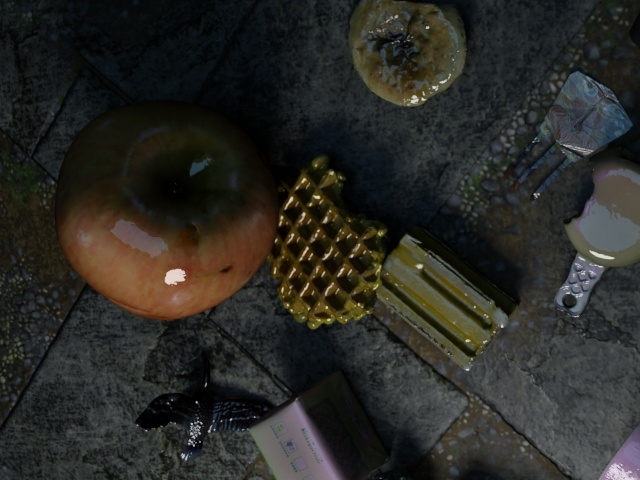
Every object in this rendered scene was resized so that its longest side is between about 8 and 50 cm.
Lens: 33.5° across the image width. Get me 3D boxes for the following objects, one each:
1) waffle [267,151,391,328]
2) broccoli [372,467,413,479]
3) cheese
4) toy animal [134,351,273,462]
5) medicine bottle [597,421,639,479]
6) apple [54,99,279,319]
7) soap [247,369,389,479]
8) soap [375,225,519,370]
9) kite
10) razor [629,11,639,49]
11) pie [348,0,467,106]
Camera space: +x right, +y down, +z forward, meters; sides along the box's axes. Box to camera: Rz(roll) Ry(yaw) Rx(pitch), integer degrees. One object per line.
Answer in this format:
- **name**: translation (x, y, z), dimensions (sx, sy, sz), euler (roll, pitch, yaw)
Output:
- **waffle**: translation (0.003, 0.009, 1.865), dimensions (0.282, 0.058, 0.300), euler (-31, 72, 40)
- **broccoli**: translation (0.067, 0.527, 1.942), dimensions (0.145, 0.165, 0.304), euler (38, 137, -14)
- **cheese**: translation (0.449, -0.005, 1.682), dimensions (0.163, 0.082, 0.286), euler (33, 114, 16)
- **toy animal**: translation (-0.245, 0.321, 2.059), dimensions (0.160, 0.273, 0.197), euler (-54, 38, 41)
- **medicine bottle**: translation (0.606, 0.397, 1.599), dimensions (0.325, 0.256, 0.256), euler (37, 114, 24)
- **apple**: translation (-0.275, -0.051, 1.854), dimensions (0.391, 0.391, 0.346), euler (53, 150, 7)
- **soap**: translation (-0.002, 0.367, 1.917), dimensions (0.138, 0.182, 0.199), euler (-30, 87, 28)
- **soap**: translation (0.208, 0.096, 1.820), dimensions (0.233, 0.076, 0.135), euler (40, 116, 12)
- **kite**: translation (0.391, -0.154, 1.715), dimensions (0.127, 0.016, 0.229), euler (44, 115, 14)
- **razor**: translation (0.531, -0.343, 1.585), dimensions (0.090, 0.054, 0.148), euler (41, 114, 16)
- **pie**: translation (0.144, -0.317, 1.776), dimensions (0.218, 0.052, 0.185), euler (9, 110, 26)
